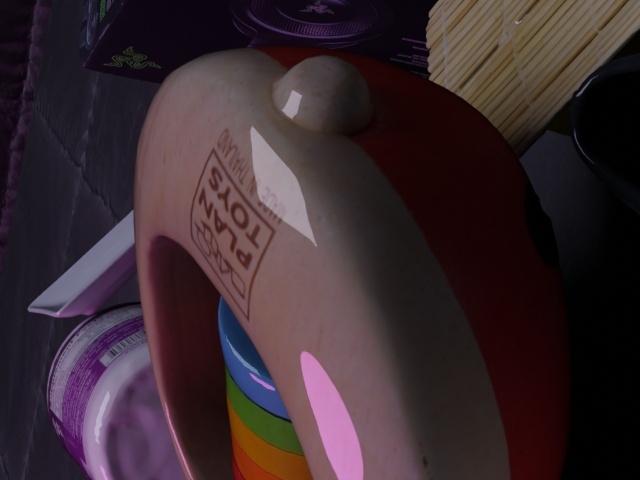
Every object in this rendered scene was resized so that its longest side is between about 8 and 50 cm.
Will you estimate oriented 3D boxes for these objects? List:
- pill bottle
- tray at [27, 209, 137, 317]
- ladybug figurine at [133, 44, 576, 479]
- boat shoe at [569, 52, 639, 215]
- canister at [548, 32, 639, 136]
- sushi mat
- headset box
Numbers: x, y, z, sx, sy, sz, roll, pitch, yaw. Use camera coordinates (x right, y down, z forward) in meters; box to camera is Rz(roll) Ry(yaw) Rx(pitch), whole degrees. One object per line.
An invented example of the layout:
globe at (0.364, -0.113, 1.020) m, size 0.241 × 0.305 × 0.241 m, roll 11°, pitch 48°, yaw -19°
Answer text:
pill bottle at (-0.148, 0.144, 1.510) m, size 0.301 × 0.169 × 0.169 m, roll -163°, pitch 82°, yaw -71°
tray at (-0.154, -0.015, 1.603) m, size 0.270 × 0.030 × 0.145 m, roll -44°, pitch 13°, yaw -15°
ladybug figurine at (0.022, 0.067, 0.902) m, size 0.305 × 0.162 × 0.449 m, roll 54°, pitch 158°, yaw 31°
boat shoe at (0.202, -0.024, 0.683) m, size 0.340 × 0.113 × 0.127 m, roll -130°, pitch 51°, yaw -65°
canister at (0.147, -0.150, 0.952) m, size 0.126 × 0.073 × 0.170 m, roll -136°, pitch 58°, yaw -66°
sushi mat at (0.133, -0.145, 0.856) m, size 0.316 × 0.019 × 0.151 m, roll 130°, pitch 143°, yaw -52°
headset box at (-0.014, -0.195, 1.156) m, size 0.283 × 0.246 × 0.131 m, roll 145°, pitch 131°, yaw -63°
